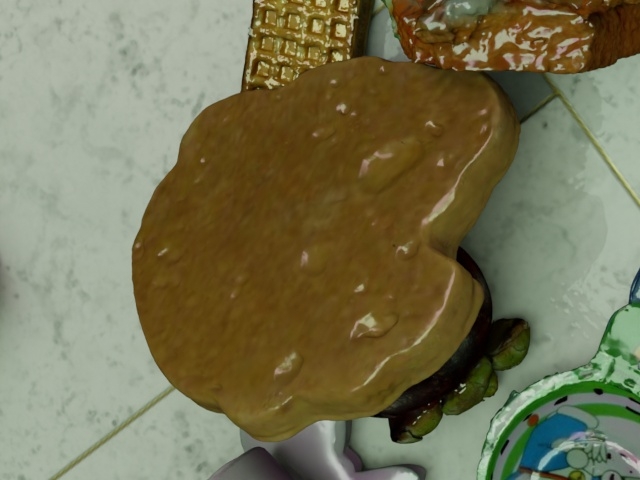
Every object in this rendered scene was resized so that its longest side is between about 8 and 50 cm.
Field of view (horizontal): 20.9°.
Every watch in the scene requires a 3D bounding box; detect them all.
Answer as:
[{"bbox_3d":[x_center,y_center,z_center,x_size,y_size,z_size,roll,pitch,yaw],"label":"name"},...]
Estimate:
[{"bbox_3d":[-0.049,0.265,1.459,0.211,0.217,0.248,44,112,11],"label":"watch"}]

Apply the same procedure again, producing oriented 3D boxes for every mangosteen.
[{"bbox_3d":[0.075,0.080,1.421,0.180,0.166,0.166,39,113,-13],"label":"mangosteen"}]

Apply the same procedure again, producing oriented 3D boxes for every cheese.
[{"bbox_3d":[0.241,0.162,1.394,0.204,0.083,0.320,26,99,14],"label":"cheese"}]

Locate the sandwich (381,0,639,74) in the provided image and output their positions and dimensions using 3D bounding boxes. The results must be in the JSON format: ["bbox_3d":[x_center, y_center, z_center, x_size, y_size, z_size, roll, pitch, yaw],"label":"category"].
[{"bbox_3d":[0.155,-0.188,1.325,0.292,0.212,0.109,-5,114,5],"label":"sandwich"}]

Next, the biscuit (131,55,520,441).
[{"bbox_3d":[0.000,0.000,1.358,0.351,0.057,0.312,-18,57,29],"label":"biscuit"}]

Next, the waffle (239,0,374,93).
[{"bbox_3d":[-0.008,-0.176,1.470,0.102,0.042,0.148,14,103,20],"label":"waffle"}]
